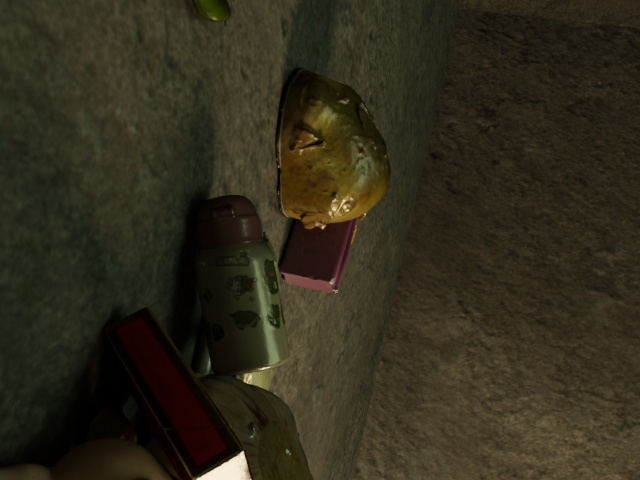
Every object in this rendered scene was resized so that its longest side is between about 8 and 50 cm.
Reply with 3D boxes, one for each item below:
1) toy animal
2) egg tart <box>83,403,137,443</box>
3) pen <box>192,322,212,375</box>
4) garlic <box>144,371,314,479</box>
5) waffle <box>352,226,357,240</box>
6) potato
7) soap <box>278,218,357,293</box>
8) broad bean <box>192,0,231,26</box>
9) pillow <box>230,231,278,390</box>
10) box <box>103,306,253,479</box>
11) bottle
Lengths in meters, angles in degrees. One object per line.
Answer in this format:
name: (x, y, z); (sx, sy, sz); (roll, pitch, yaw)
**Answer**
toy animal: (-0.223, 0.329, 0.898); (0.213, 0.195, 0.256); (-63, 157, -71)
egg tart: (-0.258, 0.254, 1.010); (0.105, 0.039, 0.105); (12, 90, -75)
pen: (-0.175, 0.154, 1.284); (0.040, 0.032, 0.233); (169, -66, -80)
garlic: (-0.131, 0.341, 1.160); (0.322, 0.241, 0.322); (58, -2, 4)
waffle: (0.042, -0.066, 1.915); (0.329, 0.062, 0.329); (10, 90, -77)
potato: (0.038, -0.176, 1.555); (0.246, 0.196, 0.299); (-62, 156, -55)
soap: (0.000, 0.000, 1.670); (0.065, 0.122, 0.203); (74, 28, -61)
broad bean: (-0.151, -0.332, 0.987); (0.254, 0.047, 0.065); (70, 27, -67)
pillow: (-0.112, 0.174, 1.420); (0.274, 0.076, 0.280); (-77, 169, -53)
box: (-0.166, 0.211, 0.966); (0.074, 0.240, 0.153); (-26, 141, -23)
bottle: (-0.119, 0.060, 1.179); (0.120, 0.121, 0.253); (-6, 87, -75)
